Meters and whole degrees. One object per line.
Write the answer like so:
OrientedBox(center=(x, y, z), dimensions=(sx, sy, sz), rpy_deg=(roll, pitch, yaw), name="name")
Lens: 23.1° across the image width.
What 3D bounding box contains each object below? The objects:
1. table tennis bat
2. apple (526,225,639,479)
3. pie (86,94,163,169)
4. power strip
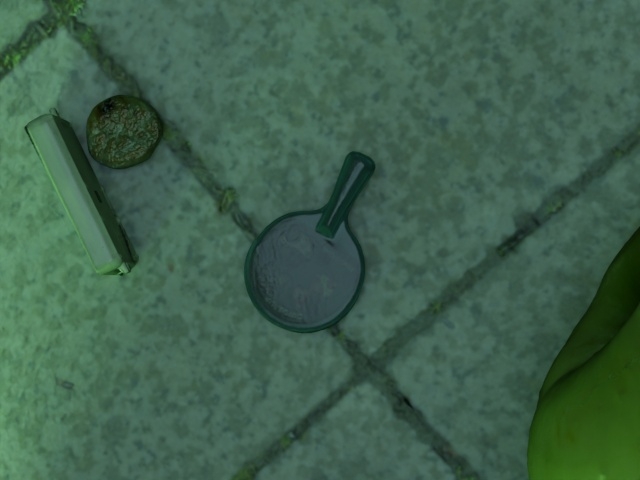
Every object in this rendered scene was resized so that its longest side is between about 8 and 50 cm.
OrientedBox(center=(0.000, 0.000, 1.628), dimensions=(0.124, 0.033, 0.201), rpy_deg=(28, 95, 5), name="table tennis bat")
OrientedBox(center=(0.422, 0.164, 1.381), dimensions=(0.474, 0.473, 0.473), rpy_deg=(0, 87, 6), name="apple")
OrientedBox(center=(-0.207, -0.115, 1.659), dimensions=(0.085, 0.017, 0.085), rpy_deg=(0, 86, 6), name="pie")
OrientedBox(center=(-0.247, -0.047, 1.628), dimensions=(0.035, 0.081, 0.192), rpy_deg=(-27, 86, 4), name="power strip")
